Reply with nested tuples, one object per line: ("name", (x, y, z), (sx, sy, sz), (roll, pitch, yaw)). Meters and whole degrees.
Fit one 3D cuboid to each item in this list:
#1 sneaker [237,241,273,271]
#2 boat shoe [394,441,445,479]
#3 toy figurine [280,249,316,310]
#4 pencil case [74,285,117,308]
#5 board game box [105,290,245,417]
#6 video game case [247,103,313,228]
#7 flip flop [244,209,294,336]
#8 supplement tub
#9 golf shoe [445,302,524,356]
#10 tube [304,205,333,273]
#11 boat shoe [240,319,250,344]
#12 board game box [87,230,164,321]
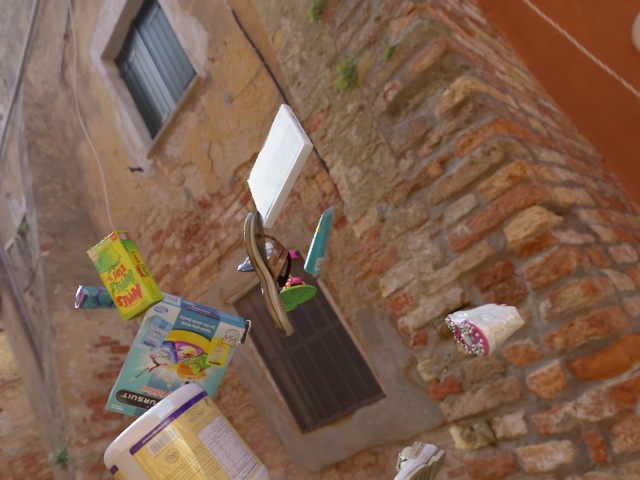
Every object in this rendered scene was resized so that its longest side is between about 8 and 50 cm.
("sneaker", (-0.177, 0.051, 1.307), (0.144, 0.059, 0.053), (-24, -18, 32))
("boat shoe", (0.291, 0.719, 1.474), (0.302, 0.103, 0.113), (10, -84, -56))
("toy figurine", (-0.102, 0.107, 1.395), (0.130, 0.159, 0.173), (-3, -31, -26))
("pencil case", (-0.598, 0.160, 1.307), (0.152, 0.064, 0.070), (8, 0, -39))
("board game box", (-0.391, 0.332, 1.275), (0.335, 0.254, 0.079), (-64, 20, 9))
("video game case", (-0.090, -0.155, 0.970), (0.023, 0.183, 0.201), (13, -57, -30))
("flip flop", (-0.093, 0.062, 0.979), (0.080, 0.276, 0.112), (-21, -22, 1))
("supplement tub", (-0.258, 0.498, 0.983), (0.241, 0.331, 0.241), (-41, -8, -7))
("golf shoe", (0.418, 0.221, 1.202), (0.140, 0.115, 0.306), (-29, -5, -2))
("tube", (0.000, 0.000, 1.398), (0.080, 0.052, 0.206), (-48, -24, -66))
("boat shoe", (-0.314, 0.371, 1.895), (0.042, 0.048, 0.132), (4, -50, -19))
("board game box", (-0.438, 0.079, 1.051), (0.092, 0.181, 0.043), (-33, -7, 16))
